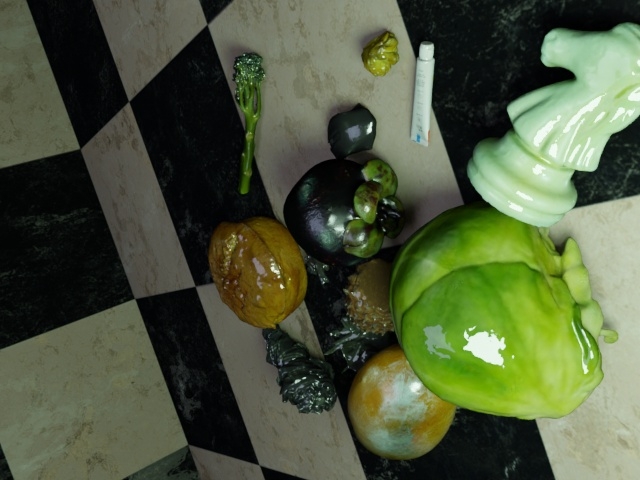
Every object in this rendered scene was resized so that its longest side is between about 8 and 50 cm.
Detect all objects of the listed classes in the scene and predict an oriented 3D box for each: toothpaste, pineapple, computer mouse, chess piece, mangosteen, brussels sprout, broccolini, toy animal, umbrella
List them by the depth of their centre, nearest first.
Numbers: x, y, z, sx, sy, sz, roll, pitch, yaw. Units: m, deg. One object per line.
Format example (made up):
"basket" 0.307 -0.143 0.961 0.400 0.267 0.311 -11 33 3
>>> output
"chess piece" 0.349 -0.178 0.994 0.176 0.176 0.298 49 129 27
"brussels sprout" 0.273 0.127 1.141 0.371 0.315 0.276 55 168 10
"toothpaste" 0.186 -0.263 1.265 0.048 0.031 0.190 32 135 39
"mangosteen" 0.051 -0.059 1.411 0.243 0.243 0.243 31 132 43
"computer mouse" 0.053 -0.220 1.449 0.172 0.057 0.099 -20 88 58
"pineapple" 0.108 0.184 1.537 0.165 0.165 0.364 51 151 24
"toy animal" 0.000 0.000 1.626 0.148 0.084 0.233 41 141 38
"broccolini" -0.193 -0.292 1.765 0.074 0.079 0.392 -84 5 -48
"umbrella" -0.081 0.345 1.870 0.336 0.154 0.128 29 148 46

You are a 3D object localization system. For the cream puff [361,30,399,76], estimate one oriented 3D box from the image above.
"cream puff" 0.108 -0.346 1.300 0.083 0.058 0.083 23 124 50

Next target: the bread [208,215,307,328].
"bread" -0.168 0.075 1.835 0.312 0.172 0.312 28 131 39

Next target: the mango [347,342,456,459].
"mango" 0.163 0.353 1.476 0.384 0.221 0.199 113 165 -52
